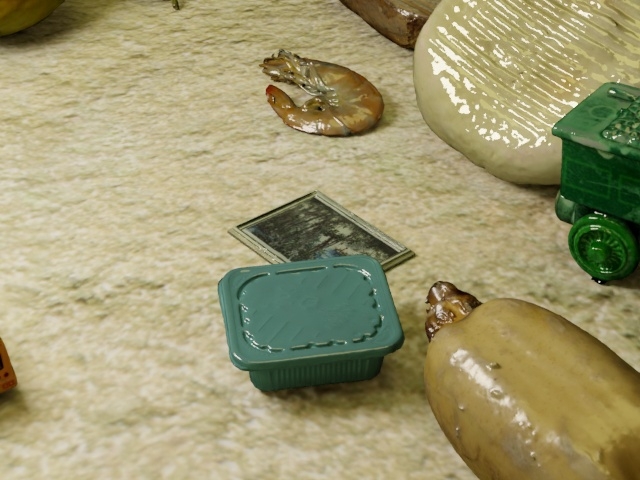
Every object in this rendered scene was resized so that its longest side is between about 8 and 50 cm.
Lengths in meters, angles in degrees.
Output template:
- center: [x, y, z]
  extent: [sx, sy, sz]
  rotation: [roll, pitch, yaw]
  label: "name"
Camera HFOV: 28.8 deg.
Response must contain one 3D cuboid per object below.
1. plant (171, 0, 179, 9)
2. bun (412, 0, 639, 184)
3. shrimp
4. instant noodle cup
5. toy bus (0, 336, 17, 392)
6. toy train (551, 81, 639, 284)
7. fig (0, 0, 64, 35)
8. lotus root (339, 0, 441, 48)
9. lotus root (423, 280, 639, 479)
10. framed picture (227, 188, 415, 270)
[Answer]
- center: [-0.261, -0.430, 2.018]
  extent: [0.104, 0.116, 0.122]
  rotation: [-23, 59, -8]
  label: "plant"
- center: [0.297, -0.230, 1.600]
  extent: [0.361, 0.361, 0.213]
  rotation: [21, -1, 28]
  label: "bun"
- center: [-0.016, -0.204, 1.744]
  extent: [0.236, 0.053, 0.133]
  rotation: [32, 66, 33]
  label: "shrimp"
- center: [-0.012, 0.091, 1.289]
  extent: [0.179, 0.070, 0.157]
  rotation: [-5, 36, -7]
  label: "instant noodle cup"
- center: [-0.388, 0.090, 1.281]
  extent: [0.083, 0.088, 0.194]
  rotation: [-24, 41, -28]
  label: "toy bus"
- center: [0.382, -0.042, 1.358]
  extent: [0.266, 0.202, 0.145]
  rotation: [21, 42, 33]
  label: "toy train"
- center: [-0.536, -0.466, 1.885]
  extent: [0.343, 0.343, 0.343]
  rotation: [0, 35, 0]
  label: "fig"
- center: [0.096, -0.371, 1.952]
  extent: [0.167, 0.078, 0.329]
  rotation: [4, 26, -36]
  label: "lotus root"
- center: [0.197, 0.152, 1.131]
  extent: [0.169, 0.151, 0.343]
  rotation: [-30, 42, -17]
  label: "lotus root"
- center: [0.000, 0.000, 1.470]
  extent: [0.142, 0.011, 0.183]
  rotation: [-26, 42, -31]
  label: "framed picture"
